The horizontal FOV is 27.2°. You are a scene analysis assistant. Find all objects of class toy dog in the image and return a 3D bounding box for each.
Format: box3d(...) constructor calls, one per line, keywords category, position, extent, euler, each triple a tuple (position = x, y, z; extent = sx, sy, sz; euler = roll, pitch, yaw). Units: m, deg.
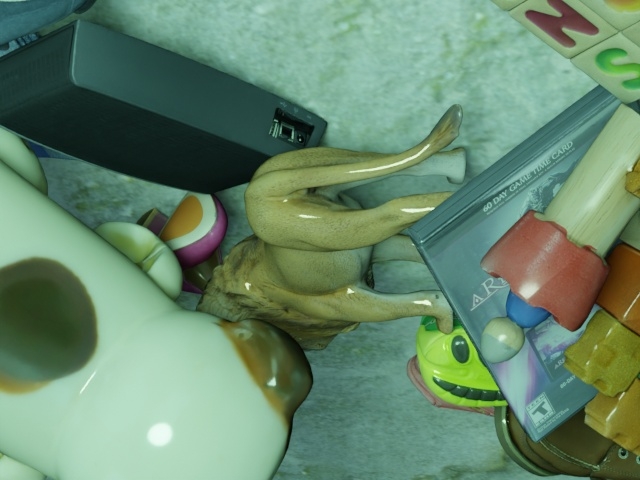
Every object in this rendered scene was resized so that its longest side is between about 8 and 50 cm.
box3d(category="toy dog", position=(-0.203, 0.078, 1.088), extent=(0.408, 0.284, 0.395), euler=(36, 157, -3))

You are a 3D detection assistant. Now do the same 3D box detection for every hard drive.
box3d(category="hard drive", position=(-0.138, -0.099, 1.088), extent=(0.255, 0.054, 0.172), euler=(18, 159, -41))

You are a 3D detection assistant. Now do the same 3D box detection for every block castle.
box3d(category="block castle", position=(0.343, 0.119, 0.942), extent=(0.453, 0.213, 0.303), euler=(31, -173, -32))

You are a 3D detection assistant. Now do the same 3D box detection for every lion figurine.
box3d(category="lion figurine", position=(0.000, 0.000, 1.133), extent=(0.240, 0.142, 0.392), euler=(3, 148, 2))

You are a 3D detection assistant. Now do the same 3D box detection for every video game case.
box3d(category="video game case", position=(0.198, 0.024, 1.037), extent=(0.026, 0.196, 0.274), euler=(49, 175, 47))

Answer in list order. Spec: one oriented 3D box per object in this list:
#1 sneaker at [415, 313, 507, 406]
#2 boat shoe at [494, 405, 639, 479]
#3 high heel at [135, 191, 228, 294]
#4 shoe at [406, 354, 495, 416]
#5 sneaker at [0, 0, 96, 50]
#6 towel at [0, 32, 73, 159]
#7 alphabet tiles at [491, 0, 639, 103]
box3d(category="sneaker", position=(0.232, 0.101, 1.268), extent=(0.296, 0.123, 0.109), euler=(9, 120, -16))
box3d(category="boat shoe", position=(0.301, 0.199, 1.380), extent=(0.104, 0.110, 0.307), euler=(-9, 159, 41))
box3d(category="high heel", position=(-0.110, 0.016, 1.288), extent=(0.117, 0.082, 0.244), euler=(38, 160, -17))
box3d(category="shoe", position=(0.181, 0.163, 1.447), extent=(0.178, 0.063, 0.081), euler=(28, 153, -8))
box3d(category="sneaker", position=(-0.179, -0.229, 0.896), extent=(0.350, 0.131, 0.148), euler=(-23, 159, 40))
box3d(category="towel", position=(-0.327, -0.160, 1.182), extent=(0.209, 0.034, 0.285), euler=(6, 151, 23))
box3d(category="alphabet tiles", position=(0.191, -0.189, 0.787), extent=(0.342, 0.011, 0.285), euler=(34, 155, -17))
